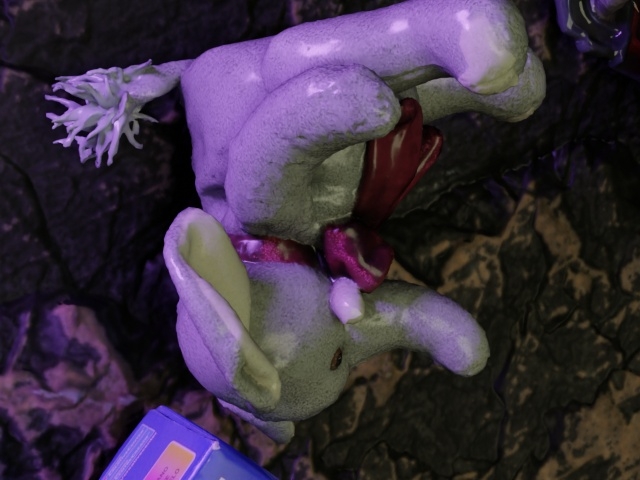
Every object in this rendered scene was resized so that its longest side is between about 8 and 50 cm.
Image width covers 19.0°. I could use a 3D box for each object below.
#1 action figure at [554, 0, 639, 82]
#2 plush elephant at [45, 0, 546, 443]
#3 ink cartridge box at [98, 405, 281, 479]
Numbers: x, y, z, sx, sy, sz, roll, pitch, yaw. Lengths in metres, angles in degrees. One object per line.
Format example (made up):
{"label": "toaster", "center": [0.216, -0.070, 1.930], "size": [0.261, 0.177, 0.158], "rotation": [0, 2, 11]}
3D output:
{"label": "action figure", "center": [0.336, -0.121, 1.396], "size": [0.341, 0.178, 0.330], "rotation": [13, 62, -33]}
{"label": "plush elephant", "center": [0.000, 0.000, 1.210], "size": [0.330, 0.272, 0.255], "rotation": [-8, 87, 2]}
{"label": "ink cartridge box", "center": [-0.062, 0.294, 1.229], "size": [0.395, 0.151, 0.270], "rotation": [37, 81, -17]}
